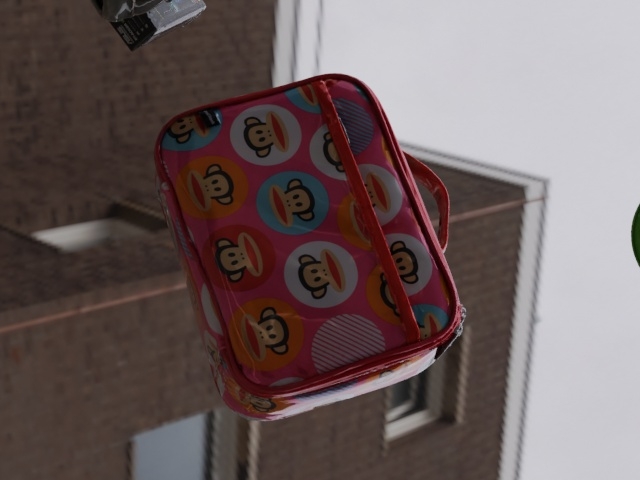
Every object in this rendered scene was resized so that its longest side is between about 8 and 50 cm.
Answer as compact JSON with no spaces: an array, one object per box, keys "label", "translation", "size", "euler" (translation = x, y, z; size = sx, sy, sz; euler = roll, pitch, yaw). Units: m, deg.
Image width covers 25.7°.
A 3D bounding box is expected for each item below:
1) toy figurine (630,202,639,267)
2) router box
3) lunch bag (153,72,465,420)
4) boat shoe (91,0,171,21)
[{"label":"toy figurine","translation":[0.415,0.001,1.429],"size":[0.130,0.159,0.173],"euler":[-38,-98,31]},{"label":"router box","translation":[-0.168,-0.234,1.233],"size":[0.038,0.092,0.122],"euler":[-33,-85,33]},{"label":"lunch bag","translation":[0.000,0.000,1.280],"size":[0.120,0.258,0.293],"euler":[108,-37,-66]},{"label":"boat shoe","translation":[-0.198,-0.308,1.057],"size":[0.305,0.091,0.109],"euler":[58,-22,-1]}]
